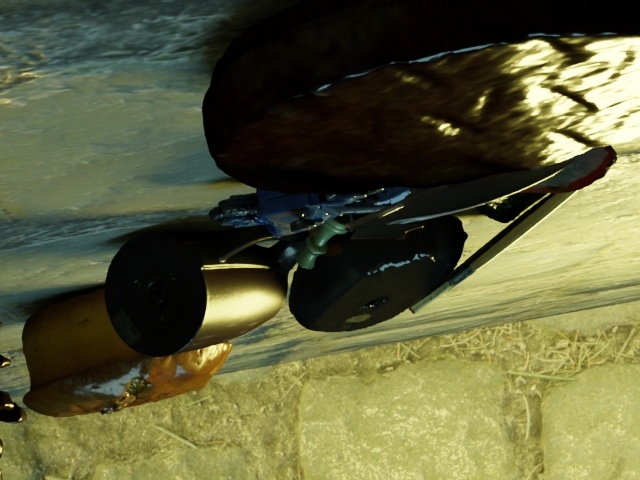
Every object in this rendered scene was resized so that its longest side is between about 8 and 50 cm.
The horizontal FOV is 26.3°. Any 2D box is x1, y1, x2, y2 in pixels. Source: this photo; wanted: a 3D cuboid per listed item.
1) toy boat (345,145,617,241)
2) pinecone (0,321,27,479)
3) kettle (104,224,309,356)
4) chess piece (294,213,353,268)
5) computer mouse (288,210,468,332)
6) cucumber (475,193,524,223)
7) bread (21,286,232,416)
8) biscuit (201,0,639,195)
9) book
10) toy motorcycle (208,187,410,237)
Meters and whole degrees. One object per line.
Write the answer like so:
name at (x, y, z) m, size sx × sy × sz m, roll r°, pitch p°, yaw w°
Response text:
toy boat at (0.162, -0.061, 1.279) m, size 0.219 × 0.072 × 0.318 m, roll -6°, pitch -168°, yaw 22°
pinecone at (-0.512, 0.212, 1.481) m, size 0.398 × 0.397 × 0.398 m, roll -11°, pitch 170°, yaw -2°
kettle at (-0.122, 0.040, 1.660) m, size 0.202 × 0.144 × 0.232 m, roll -49°, pitch 161°, yaw 22°
chess piece at (0.000, 0.000, 1.642) m, size 0.042 × 0.042 × 0.093 m, roll -2°, pitch 137°, yaw -43°
computer mouse at (0.063, 0.029, 1.772) m, size 0.183 × 0.116 × 0.323 m, roll -10°, pitch 163°, yaw -26°
cucumber at (0.201, -0.056, 1.615) m, size 0.058 × 0.058 × 0.187 m, roll -13°, pitch 169°, yaw 13°
bread at (-0.288, 0.159, 1.995) m, size 0.312 × 0.172 × 0.312 m, roll -15°, pitch 172°, yaw -2°
biscuit at (0.109, -0.125, 1.037) m, size 0.407 × 0.091 × 0.407 m, roll -9°, pitch 170°, yaw -1°
book at (0.236, 0.001, 1.785) m, size 0.228 × 0.018 × 0.322 m, roll -39°, pitch 177°, yaw -14°
toy motorcycle at (-0.012, -0.043, 1.409) m, size 0.205 × 0.076 × 0.114 m, roll -13°, pitch 173°, yaw 31°
